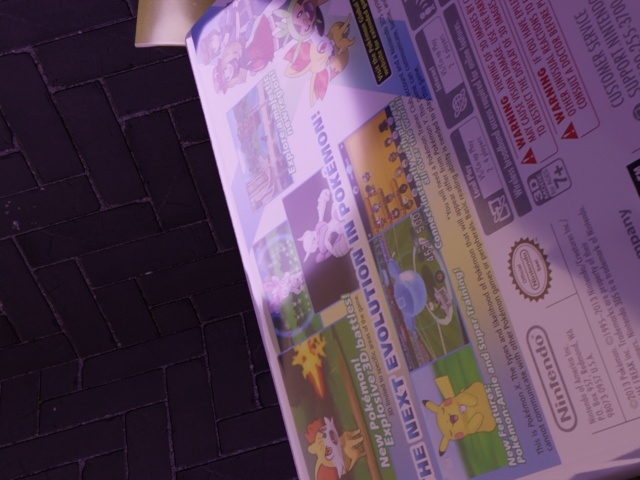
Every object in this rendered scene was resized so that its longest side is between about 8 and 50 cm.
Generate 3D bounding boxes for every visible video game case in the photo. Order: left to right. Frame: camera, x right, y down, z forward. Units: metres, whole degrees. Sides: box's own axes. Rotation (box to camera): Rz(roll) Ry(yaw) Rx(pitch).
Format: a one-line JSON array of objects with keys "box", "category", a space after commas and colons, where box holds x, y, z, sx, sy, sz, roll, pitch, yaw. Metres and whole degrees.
[{"box": [0.057, -0.041, 0.451, 0.300, 0.036, 0.329, -34, 65, 43], "category": "video game case"}]

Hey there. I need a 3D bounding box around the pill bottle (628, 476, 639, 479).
[{"box": [0.120, 0.251, 0.532, 0.188, 0.187, 0.334, 77, 179, -69], "category": "pill bottle"}]

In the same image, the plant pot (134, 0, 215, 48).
[{"box": [-0.028, -0.316, 0.826, 0.275, 0.274, 0.294, -110, 20, -78], "category": "plant pot"}]
